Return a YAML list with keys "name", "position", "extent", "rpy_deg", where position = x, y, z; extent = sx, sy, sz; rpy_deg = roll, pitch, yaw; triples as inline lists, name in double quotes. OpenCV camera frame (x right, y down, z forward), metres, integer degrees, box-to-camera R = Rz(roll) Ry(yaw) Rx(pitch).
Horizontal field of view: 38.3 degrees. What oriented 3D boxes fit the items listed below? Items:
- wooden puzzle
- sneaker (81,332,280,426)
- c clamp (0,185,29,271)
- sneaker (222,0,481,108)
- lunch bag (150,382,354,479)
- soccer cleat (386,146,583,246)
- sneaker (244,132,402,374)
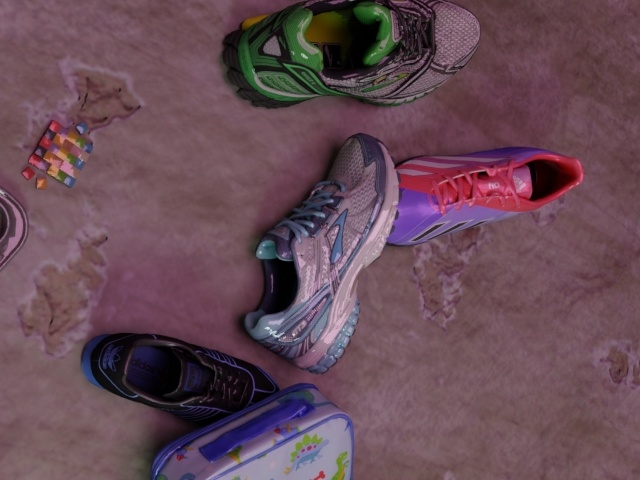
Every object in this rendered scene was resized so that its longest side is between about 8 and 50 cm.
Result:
- name: "wooden puzzle"
  position: [-0.257, -0.085, 0.914]
  extent: [0.049, 0.006, 0.083]
  rpy_deg: [34, 69, -29]
- name: "sneaker"
  position: [-0.125, 0.149, 0.946]
  extent: [0.232, 0.090, 0.081]
  rpy_deg: [19, 77, -33]
- name: "c clamp"
  position: [-0.349, -0.003, 0.835]
  extent: [0.161, 0.022, 0.137]
  rpy_deg: [-48, 114, -26]
- name: "sneaker"
  position: [0.068, -0.220, 1.066]
  extent: [0.343, 0.146, 0.134]
  rpy_deg: [-18, 98, -35]
- name: "lunch bag"
  position: [-0.066, 0.254, 0.957]
  extent: [0.219, 0.090, 0.176]
  rpy_deg: [-23, 126, -32]
- name: "soccer cleat"
  position: [0.197, -0.065, 1.169]
  extent: [0.318, 0.116, 0.109]
  rpy_deg: [-14, 96, -35]
- name: "sneaker"
  position: [0.000, 0.000, 1.034]
  extent: [0.122, 0.110, 0.283]
  rpy_deg: [25, 74, -29]
